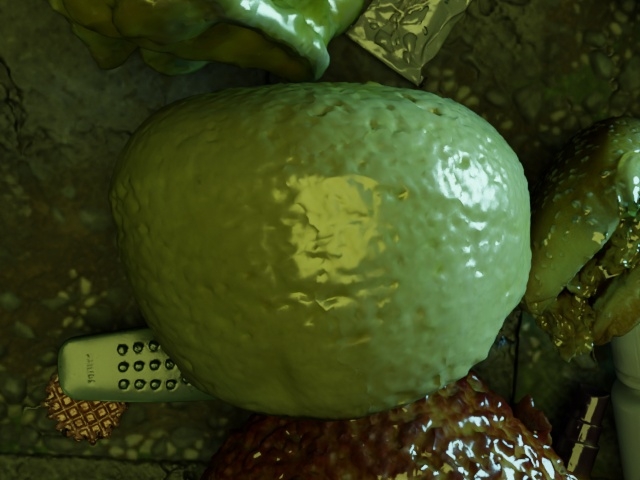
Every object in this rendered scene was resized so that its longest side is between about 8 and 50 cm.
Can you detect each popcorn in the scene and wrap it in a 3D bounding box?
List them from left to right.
[{"bbox_3d":[-0.097,-0.259,0.925,0.312,0.312,0.312,-1,98,-5],"label":"popcorn"}]

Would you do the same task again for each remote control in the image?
[{"bbox_3d":[-0.117,0.105,1.069,0.222,0.042,0.072,-2,94,-14],"label":"remote control"}]

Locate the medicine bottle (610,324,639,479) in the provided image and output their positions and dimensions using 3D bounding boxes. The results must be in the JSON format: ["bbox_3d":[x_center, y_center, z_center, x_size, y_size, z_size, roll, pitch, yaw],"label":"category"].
[{"bbox_3d":[0.330,0.163,1.073,0.144,0.144,0.252,-16,103,-2],"label":"medicine bottle"}]

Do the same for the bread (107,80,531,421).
[{"bbox_3d":[-0.001,-0.011,0.935,0.320,0.320,0.237,-7,107,-4],"label":"bread"}]

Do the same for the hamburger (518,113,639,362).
[{"bbox_3d":[0.233,-0.018,1.024,0.122,0.215,0.189,32,124,-5],"label":"hamburger"}]

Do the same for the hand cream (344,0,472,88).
[{"bbox_3d":[0.131,-0.255,1.049,0.084,0.050,0.257,38,100,-7],"label":"hand cream"}]

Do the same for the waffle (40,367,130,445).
[{"bbox_3d":[-0.206,0.138,1.086,0.075,0.029,0.083,25,91,-11],"label":"waffle"}]

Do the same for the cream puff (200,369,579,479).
[{"bbox_3d":[0.053,0.244,0.997,0.350,0.228,0.350,-1,73,4],"label":"cream puff"}]

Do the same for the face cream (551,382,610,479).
[{"bbox_3d":[0.203,0.261,1.114,0.078,0.078,0.273,19,96,-7],"label":"face cream"}]
